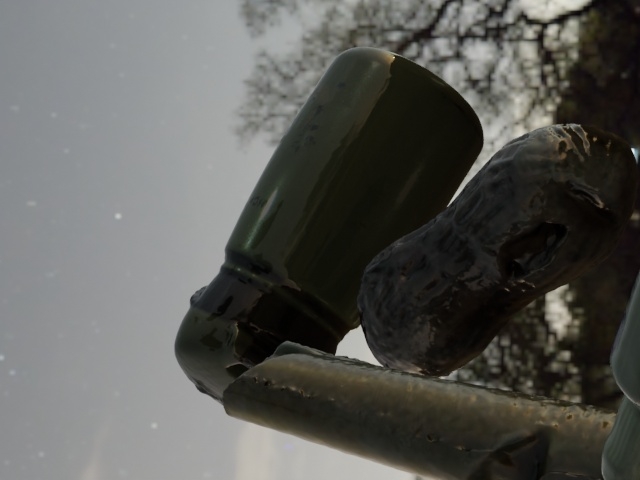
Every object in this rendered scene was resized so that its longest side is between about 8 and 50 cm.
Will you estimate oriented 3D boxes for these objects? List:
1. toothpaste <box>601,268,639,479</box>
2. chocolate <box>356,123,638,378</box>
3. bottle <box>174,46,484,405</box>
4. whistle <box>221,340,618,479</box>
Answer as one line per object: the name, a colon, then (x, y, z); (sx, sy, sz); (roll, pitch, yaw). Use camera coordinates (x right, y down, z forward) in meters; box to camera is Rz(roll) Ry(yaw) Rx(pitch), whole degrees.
toothpaste: (0.100, -0.024, 0.277); (0.062, 0.037, 0.216); (-18, -48, -37)
chocolate: (0.120, 0.008, 0.894); (0.110, 0.248, 0.110); (38, -151, -26)
bottle: (-0.001, 0.001, 1.164); (0.347, 0.168, 0.168); (-57, -23, -10)
whistle: (0.082, 0.110, 0.725); (0.068, 0.326, 0.057); (-45, -50, -36)
